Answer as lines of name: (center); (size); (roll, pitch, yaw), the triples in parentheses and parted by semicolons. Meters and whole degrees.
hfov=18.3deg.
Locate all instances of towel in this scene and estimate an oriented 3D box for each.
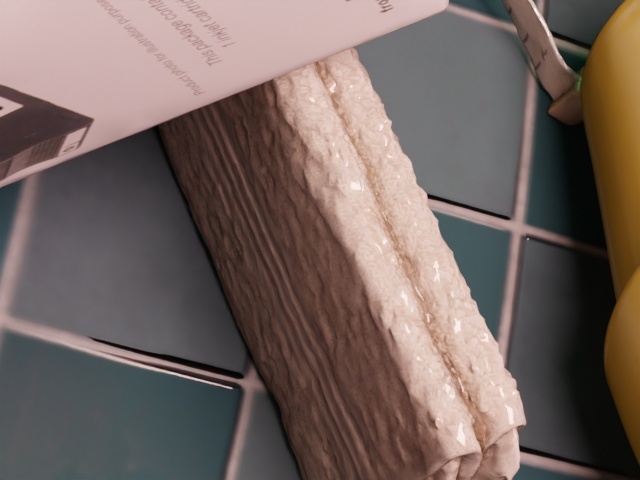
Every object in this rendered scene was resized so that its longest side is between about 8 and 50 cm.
towel: (0.000, 0.000, 0.887); (0.049, 0.187, 0.282); (-17, 72, -21)

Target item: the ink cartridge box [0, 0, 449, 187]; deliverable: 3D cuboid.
ink cartridge box: (-0.184, -0.169, 0.809); (0.395, 0.166, 0.285); (-21, 68, 12)

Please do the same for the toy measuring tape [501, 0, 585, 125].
toy measuring tape: (0.104, -0.229, 1.091); (0.121, 0.121, 0.330); (-24, 84, -28)

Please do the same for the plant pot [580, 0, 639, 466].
plant pot: (0.239, -0.012, 0.958); (0.254, 0.254, 0.239); (-3, 50, -21)
